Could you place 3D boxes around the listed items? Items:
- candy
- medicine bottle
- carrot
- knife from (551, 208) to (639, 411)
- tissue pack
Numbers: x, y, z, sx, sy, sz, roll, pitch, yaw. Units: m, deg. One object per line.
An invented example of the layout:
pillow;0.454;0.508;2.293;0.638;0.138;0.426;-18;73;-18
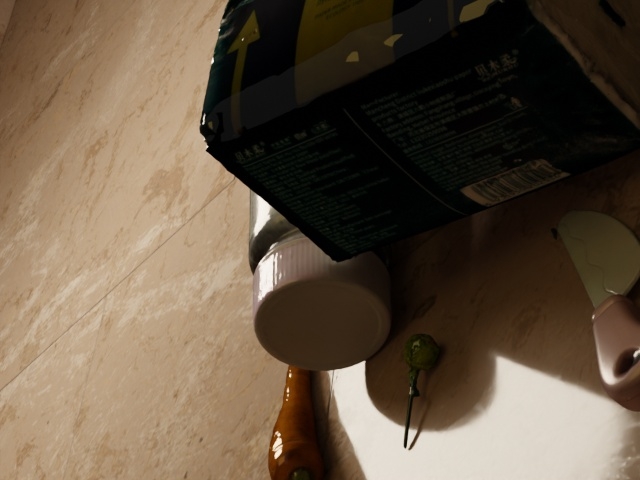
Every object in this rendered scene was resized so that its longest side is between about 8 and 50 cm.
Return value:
candy;0.096;0.152;1.921;0.035;0.035;0.123;-8;61;40
medicine bottle;0.000;0.000;2.122;0.165;0.165;0.273;-44;32;33
carrot;-0.030;0.199;2.088;0.061;0.061;0.257;-50;22;23
knife;0.262;0.039;1.701;0.081;0.043;0.336;-45;24;19
tissue pack;0.115;-0.174;1.872;0.416;0.264;0.253;-24;43;35
